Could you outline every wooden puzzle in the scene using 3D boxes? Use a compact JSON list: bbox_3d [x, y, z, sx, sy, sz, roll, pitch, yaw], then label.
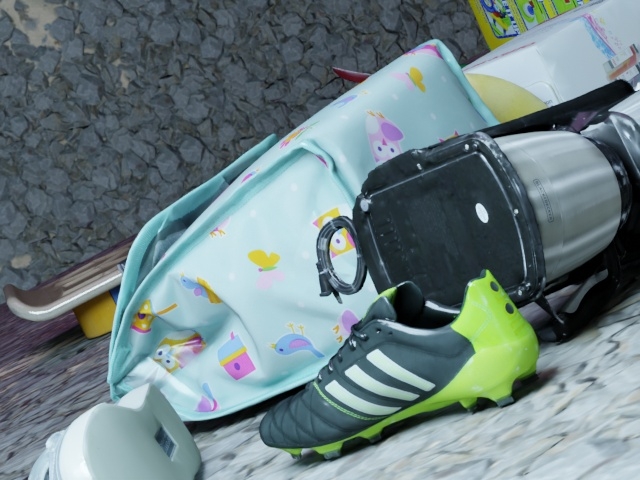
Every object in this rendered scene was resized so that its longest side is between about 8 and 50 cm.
[{"bbox_3d":[-0.192,0.030,2.251,0.348,0.080,0.322,-22,6,-9],"label":"wooden puzzle"}]

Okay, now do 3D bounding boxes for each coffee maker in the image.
[{"bbox_3d":[0.115,-0.025,1.102,0.178,0.120,0.171,-18,21,-41],"label":"coffee maker"}]

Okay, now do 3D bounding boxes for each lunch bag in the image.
[{"bbox_3d":[-0.010,0.008,1.300,0.262,0.160,0.223,-36,3,37],"label":"lunch bag"}]

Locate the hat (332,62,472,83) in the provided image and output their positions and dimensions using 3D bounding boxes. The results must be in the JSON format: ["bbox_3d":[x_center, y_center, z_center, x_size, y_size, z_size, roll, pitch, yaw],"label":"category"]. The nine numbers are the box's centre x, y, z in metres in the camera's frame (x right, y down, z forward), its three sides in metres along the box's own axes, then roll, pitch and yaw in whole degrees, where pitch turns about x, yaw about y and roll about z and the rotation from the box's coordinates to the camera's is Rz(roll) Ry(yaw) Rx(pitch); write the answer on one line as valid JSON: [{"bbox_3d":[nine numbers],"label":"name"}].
[{"bbox_3d":[0.125,-0.163,1.867,0.208,0.183,0.173,-39,-5,14],"label":"hat"}]

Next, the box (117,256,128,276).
[{"bbox_3d":[-0.049,-0.005,1.909,0.242,0.076,0.307,-28,7,-17],"label":"box"}]

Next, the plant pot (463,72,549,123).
[{"bbox_3d":[0.108,-0.040,1.417,0.134,0.134,0.095,-21,28,42],"label":"plant pot"}]

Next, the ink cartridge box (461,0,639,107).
[{"bbox_3d":[0.196,-0.108,1.524,0.128,0.127,0.176,-19,9,47],"label":"ink cartridge box"}]

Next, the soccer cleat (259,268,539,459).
[{"bbox_3d":[0.034,0.064,1.012,0.179,0.072,0.060,-22,7,36],"label":"soccer cleat"}]

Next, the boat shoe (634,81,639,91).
[{"bbox_3d":[0.234,-0.071,1.208,0.098,0.096,0.277,-30,7,-31],"label":"boat shoe"}]

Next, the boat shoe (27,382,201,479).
[{"bbox_3d":[-0.122,0.137,1.084,0.081,0.079,0.227,-35,0,5],"label":"boat shoe"}]

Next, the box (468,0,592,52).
[{"bbox_3d":[0.321,-0.308,1.907,0.290,0.177,0.279,-29,12,-19],"label":"box"}]
